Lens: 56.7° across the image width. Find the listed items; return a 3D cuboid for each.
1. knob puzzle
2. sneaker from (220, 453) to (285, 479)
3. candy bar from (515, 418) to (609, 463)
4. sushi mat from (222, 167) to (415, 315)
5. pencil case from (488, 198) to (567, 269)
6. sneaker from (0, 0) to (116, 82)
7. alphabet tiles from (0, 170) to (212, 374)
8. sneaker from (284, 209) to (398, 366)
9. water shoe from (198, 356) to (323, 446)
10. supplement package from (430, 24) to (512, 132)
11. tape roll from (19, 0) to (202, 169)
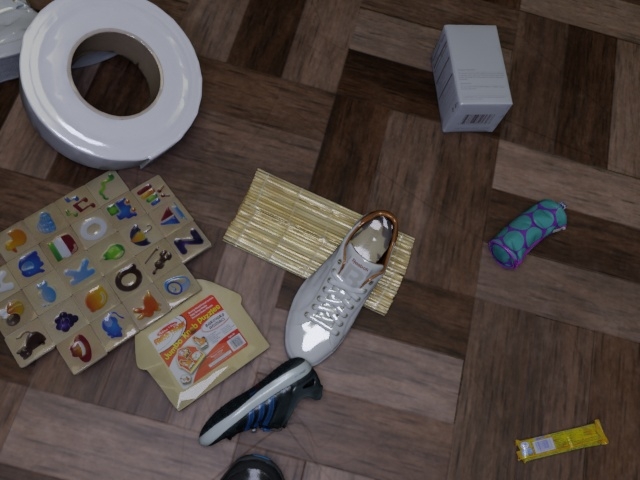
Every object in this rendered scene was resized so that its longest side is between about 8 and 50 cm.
[{"bbox_3d":[-0.208,0.146,0.953,0.213,0.030,0.213,3,67,-6],"label":"knob puzzle"},{"bbox_3d":[-0.125,0.461,0.790,0.125,0.139,0.341,17,68,1],"label":"sneaker"},{"bbox_3d":[0.393,0.327,0.966,0.161,0.018,0.040,-9,68,-10],"label":"candy bar"},{"bbox_3d":[0.000,0.000,1.038,0.316,0.019,0.151,25,70,3],"label":"sushi mat"},{"bbox_3d":[0.374,-0.013,1.065,0.152,0.064,0.070,-35,61,-17],"label":"pencil case"},{"bbox_3d":[-0.510,-0.399,1.077,0.292,0.108,0.169,-14,75,-10],"label":"sneaker"},{"bbox_3d":[-0.367,0.039,0.968,0.342,0.011,0.285,-35,71,-17],"label":"alphabet tiles"},{"bbox_3d":[0.030,0.070,0.947,0.106,0.123,0.290,30,82,2],"label":"sneaker"},{"bbox_3d":[-0.087,0.264,0.901,0.203,0.073,0.080,-34,96,-7],"label":"water shoe"},{"bbox_3d":[0.286,-0.310,1.142,0.105,0.105,0.179,-2,71,-7],"label":"supplement package"},{"bbox_3d":[-0.347,-0.263,0.993,0.286,0.100,0.286,2,85,-28],"label":"tape roll"}]
